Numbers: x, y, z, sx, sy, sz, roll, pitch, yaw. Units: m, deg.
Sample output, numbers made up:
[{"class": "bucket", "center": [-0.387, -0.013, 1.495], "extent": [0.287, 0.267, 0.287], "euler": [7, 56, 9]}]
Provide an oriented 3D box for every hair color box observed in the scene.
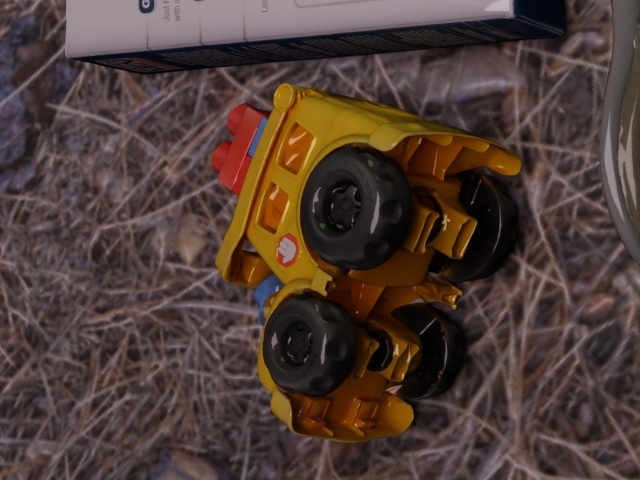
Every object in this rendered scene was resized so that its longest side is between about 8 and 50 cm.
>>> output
[{"class": "hair color box", "center": [-0.009, -0.218, 1.255], "extent": [0.347, 0.105, 0.174], "euler": [-2, 88, 27]}]

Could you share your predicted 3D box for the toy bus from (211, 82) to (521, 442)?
[{"class": "toy bus", "center": [0.000, 0.000, 1.233], "extent": [0.211, 0.149, 0.220], "euler": [30, 105, 39]}]

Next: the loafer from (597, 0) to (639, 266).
[{"class": "loafer", "center": [0.231, -0.098, 1.132], "extent": [0.087, 0.094, 0.251], "euler": [-1, 88, 32]}]
